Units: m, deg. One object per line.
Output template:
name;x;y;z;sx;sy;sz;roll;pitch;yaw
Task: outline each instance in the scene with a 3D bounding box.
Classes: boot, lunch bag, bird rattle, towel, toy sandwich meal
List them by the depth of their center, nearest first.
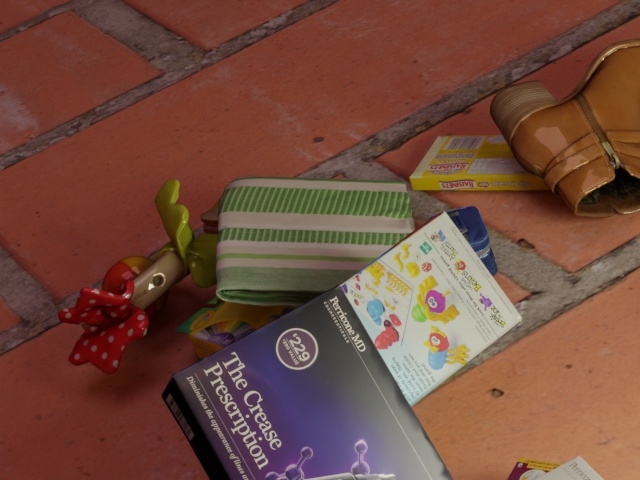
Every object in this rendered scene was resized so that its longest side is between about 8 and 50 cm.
lunch bag;0.164;0.005;2.006;0.067;0.065;0.098;-18;30;1
towel;0.000;0.000;2.033;0.247;0.038;0.325;3;25;-4
bird rattle;-0.214;0.066;2.070;0.253;0.143;0.207;-51;9;-22
boot;0.370;-0.136;2.079;0.283;0.109;0.220;-13;42;-19
toy sandwich meal;-0.122;-0.036;2.263;0.085;0.029;0.085;-14;31;8

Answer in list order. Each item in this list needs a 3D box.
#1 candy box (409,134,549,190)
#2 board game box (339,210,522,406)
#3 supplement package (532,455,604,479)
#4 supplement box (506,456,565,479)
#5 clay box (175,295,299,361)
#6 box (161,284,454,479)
candy box;0.225;-0.099;2.180;0.205;0.027;0.105;1;37;29
board game box;0.044;0.115;1.770;0.275;0.144;0.142;-34;-2;-26
supplement package;0.186;0.288;1.497;0.179;0.105;0.105;-26;30;-13
supplement box;0.199;0.249;1.616;0.055;0.043;0.083;4;38;31
clay box;-0.050;0.109;1.968;0.222;0.053;0.127;14;43;45
box;-0.001;0.202;1.588;0.184;0.261;0.103;-28;-8;-18
